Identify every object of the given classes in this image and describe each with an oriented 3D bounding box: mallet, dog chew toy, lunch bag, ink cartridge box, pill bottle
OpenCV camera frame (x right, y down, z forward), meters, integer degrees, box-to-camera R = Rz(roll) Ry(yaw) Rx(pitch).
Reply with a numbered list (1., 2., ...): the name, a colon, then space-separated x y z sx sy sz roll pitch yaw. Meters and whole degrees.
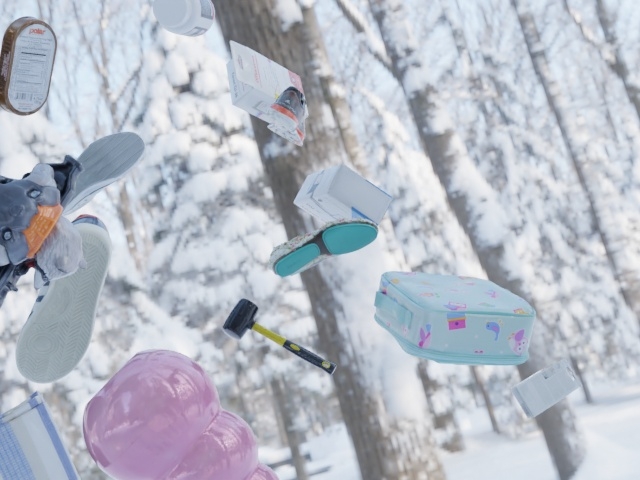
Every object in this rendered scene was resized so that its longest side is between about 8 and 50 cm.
1. mallet: -0.067 0.163 1.632 0.062 0.190 0.039 -50 -16 -22
2. dog chew toy: -0.188 0.317 1.546 0.206 0.332 0.206 -45 2 2
3. lunch bag: 0.214 0.129 1.774 0.224 0.107 0.279 2 10 -15
4. ink cartridge box: 0.047 -0.088 2.283 0.140 0.082 0.191 33 -18 -17
5. pill bottle: -0.315 -0.524 2.400 0.108 0.108 0.180 -17 4 12
6. ink cartridge box: -0.123 -0.314 2.141 0.067 0.115 0.198 -35 -40 31
7. ink cartridge box: 0.405 0.264 1.882 0.115 0.063 0.029 -27 -9 -19

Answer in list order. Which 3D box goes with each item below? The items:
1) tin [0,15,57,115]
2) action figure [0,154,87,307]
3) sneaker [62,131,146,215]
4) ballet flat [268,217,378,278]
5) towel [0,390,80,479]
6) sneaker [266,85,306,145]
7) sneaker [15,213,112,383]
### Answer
1. tin: -0.559 -0.330 2.004 0.040 0.189 0.106 22 16 32
2. action figure: -0.474 -0.009 1.386 0.330 0.341 0.178 20 -17 2
3. sneaker: -0.475 -0.140 2.185 0.258 0.094 0.091 -33 -1 -1
4. ballet flat: 0.000 0.000 2.182 0.241 0.091 0.077 -20 34 -1
5. towel: -0.579 0.423 1.866 0.285 0.209 0.034 -32 24 -32
6. sneaker: -0.039 -0.186 1.555 0.061 0.065 0.158 29 -7 2
7. sneaker: -0.483 0.107 2.015 0.131 0.350 0.148 22 18 -19
